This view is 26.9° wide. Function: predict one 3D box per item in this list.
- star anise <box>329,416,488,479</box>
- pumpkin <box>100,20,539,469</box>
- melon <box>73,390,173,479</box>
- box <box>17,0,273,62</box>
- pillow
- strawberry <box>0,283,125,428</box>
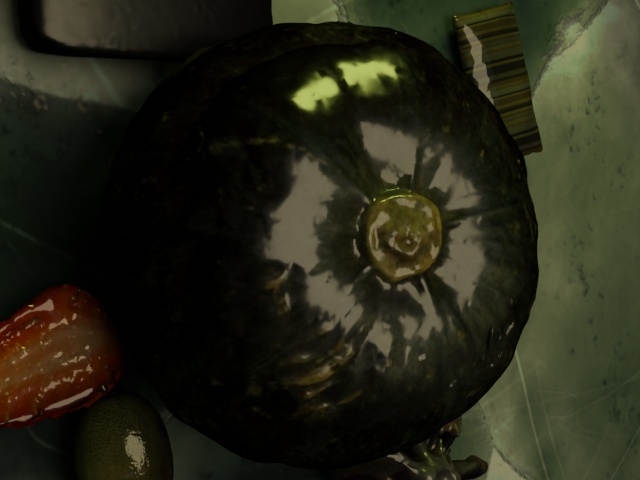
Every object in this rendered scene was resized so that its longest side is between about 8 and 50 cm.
[{"bbox_3d":[0.102,0.320,1.556,0.316,0.139,0.359,31,48,-13],"label":"star anise"},{"bbox_3d":[0.000,0.000,1.335,0.454,0.344,0.454,3,83,-27],"label":"pumpkin"},{"bbox_3d":[-0.195,0.229,1.337,0.099,0.099,0.162,-15,103,-39],"label":"melon"},{"bbox_3d":[-0.177,-0.322,1.369,0.290,0.073,0.289,-4,92,-40],"label":"box"},{"bbox_3d":[0.228,-0.201,1.736,0.113,0.038,0.203,-19,101,-36],"label":"pillow"},{"bbox_3d":[-0.279,0.118,1.287,0.188,0.082,0.121,-20,83,-29],"label":"strawberry"}]
